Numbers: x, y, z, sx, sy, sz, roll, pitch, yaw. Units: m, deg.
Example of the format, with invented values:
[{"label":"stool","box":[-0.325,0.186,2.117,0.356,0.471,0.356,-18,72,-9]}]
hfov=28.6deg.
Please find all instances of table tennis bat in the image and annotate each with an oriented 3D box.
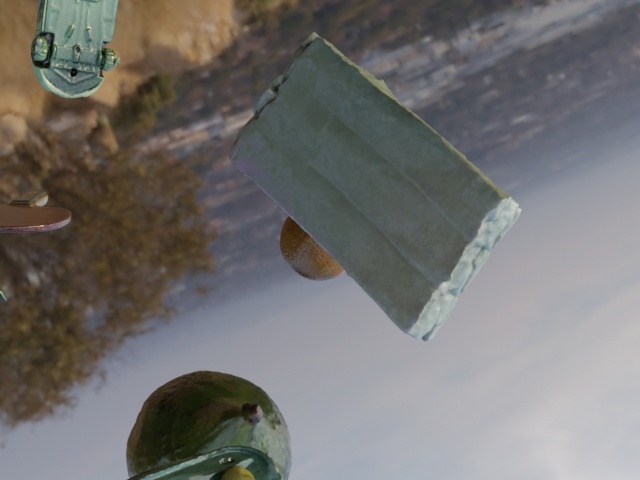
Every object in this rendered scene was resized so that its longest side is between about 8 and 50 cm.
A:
[{"label":"table tennis bat","box":[-0.383,-0.036,1.567,0.154,0.021,0.274,3,-171,-2]}]

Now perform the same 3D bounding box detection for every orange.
[{"label":"orange","box":[0.000,0.000,1.221,0.085,0.085,0.085,-22,177,-1]}]

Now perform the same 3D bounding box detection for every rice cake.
[{"label":"rice cake","box":[0.029,-0.042,0.850,0.124,0.211,0.038,-55,150,7]}]

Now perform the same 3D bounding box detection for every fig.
[{"label":"fig","box":[-0.126,0.225,1.447,0.203,0.203,0.235,-21,156,-18]}]

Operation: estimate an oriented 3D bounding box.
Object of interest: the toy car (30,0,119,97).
[{"label":"toy car","box":[-0.252,-0.239,1.276,0.093,0.186,0.058,3,-170,-36]}]

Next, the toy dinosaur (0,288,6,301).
[{"label":"toy dinosaur","box":[-0.654,-0.015,1.763,0.087,0.447,0.301,-39,-167,34]}]

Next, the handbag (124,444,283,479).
[{"label":"handbag","box":[-0.106,0.301,0.901,0.268,0.274,0.100,-17,165,-32]}]
